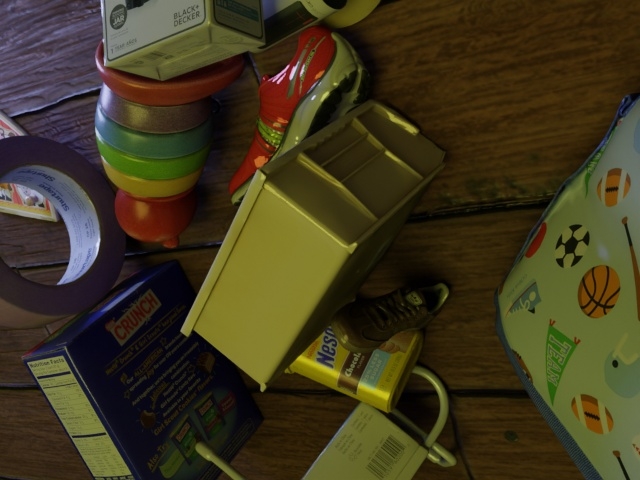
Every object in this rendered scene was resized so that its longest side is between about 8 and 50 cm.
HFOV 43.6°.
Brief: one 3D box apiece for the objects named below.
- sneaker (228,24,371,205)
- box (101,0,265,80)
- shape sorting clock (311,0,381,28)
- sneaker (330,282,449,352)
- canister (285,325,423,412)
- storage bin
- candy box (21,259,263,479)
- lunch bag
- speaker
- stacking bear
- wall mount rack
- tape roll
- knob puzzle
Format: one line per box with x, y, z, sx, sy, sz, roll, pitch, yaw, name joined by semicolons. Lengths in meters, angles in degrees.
-0.040;-0.150;0.993;0.279;0.107;0.118;-48;66;39;sneaker
-0.156;-0.338;0.865;0.169;0.087;0.290;-10;82;36;box
-0.008;-0.334;0.882;0.206;0.040;0.206;20;137;20;shape sorting clock
0.088;0.082;0.976;0.071;0.188;0.066;-47;69;33;sneaker
0.040;0.145;1.079;0.170;0.126;0.073;20;155;19;canister
0.000;0.000;0.928;0.123;0.260;0.262;38;130;10;storage bin
-0.258;0.231;1.224;0.122;0.268;0.317;-15;107;34;candy box
0.363;0.077;0.751;0.385;0.239;0.328;54;137;31;lunch bag
-0.035;-0.260;0.897;0.136;0.055;0.055;-15;108;43;speaker
-0.219;-0.121;1.075;0.175;0.164;0.289;27;132;17;stacking bear
0.006;0.297;1.115;0.304;0.350;0.130;38;165;6;wall mount rack
-0.428;-0.012;1.185;0.090;0.275;0.275;-19;105;38;tape roll
-0.531;-0.126;1.347;0.213;0.030;0.213;16;124;25;knob puzzle
